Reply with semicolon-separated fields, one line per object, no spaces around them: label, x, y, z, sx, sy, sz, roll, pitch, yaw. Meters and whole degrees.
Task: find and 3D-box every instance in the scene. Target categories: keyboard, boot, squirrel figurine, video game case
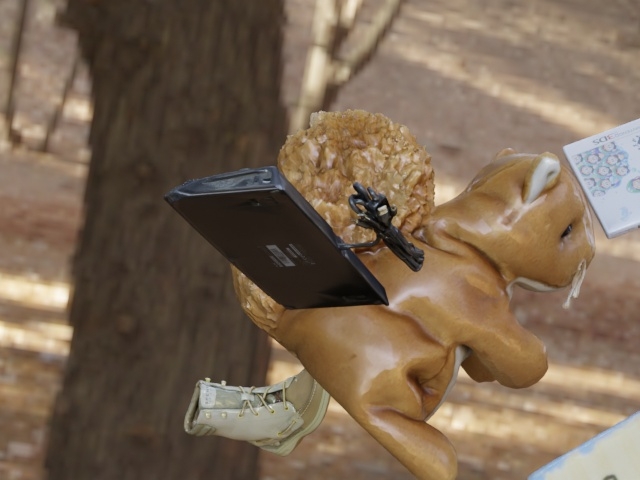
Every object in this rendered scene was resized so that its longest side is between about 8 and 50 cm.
keyboard;0.000;0.000;1.602;0.202;0.033;0.317;-4;-22;19
boot;-0.087;0.222;2.334;0.165;0.077;0.213;14;-39;-18
squirrel figurine;0.113;0.012;1.927;0.397;0.370;0.281;43;1;-5
video game case;0.408;-0.086;2.182;0.143;0.157;0.019;-20;-37;-1

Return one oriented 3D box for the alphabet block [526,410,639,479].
alphabet block;0.355;0.314;1.762;0.197;0.192;0.193;62;4;37
